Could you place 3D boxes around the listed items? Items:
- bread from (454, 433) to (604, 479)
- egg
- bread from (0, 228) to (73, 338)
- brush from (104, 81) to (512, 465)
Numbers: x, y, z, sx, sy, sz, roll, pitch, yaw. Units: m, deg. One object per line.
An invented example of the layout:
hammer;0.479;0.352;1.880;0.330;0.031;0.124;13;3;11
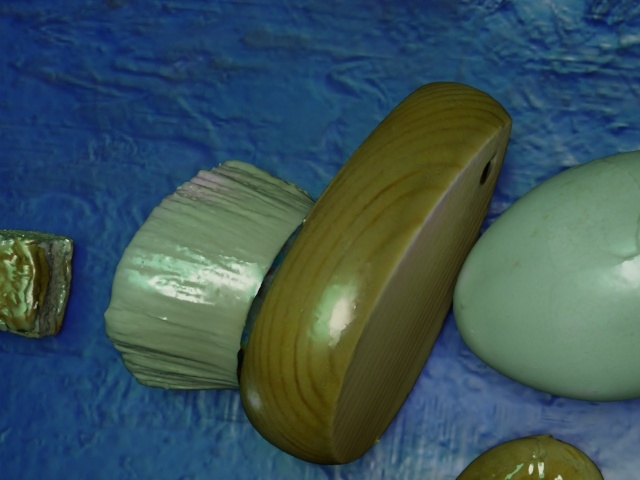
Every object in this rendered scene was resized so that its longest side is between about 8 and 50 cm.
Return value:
bread;0.119;0.213;1.012;0.114;0.077;0.189;19;82;-9
egg;0.184;0.024;0.996;0.209;0.151;0.151;-14;78;7
bread;-0.215;0.028;1.099;0.083;0.077;0.070;8;93;10
brush;0.000;0.000;1.029;0.166;0.174;0.266;26;77;22
